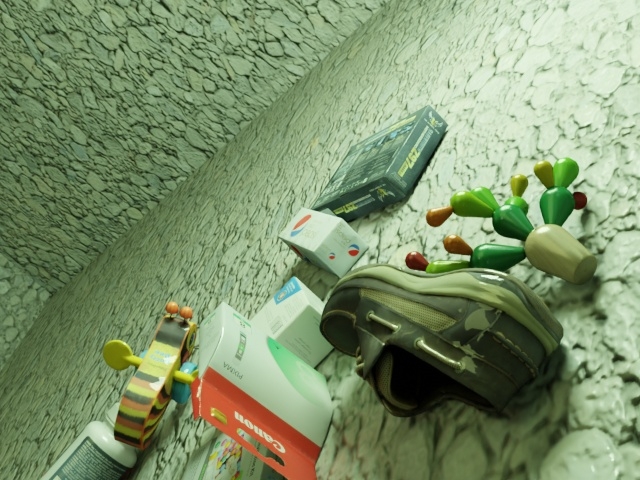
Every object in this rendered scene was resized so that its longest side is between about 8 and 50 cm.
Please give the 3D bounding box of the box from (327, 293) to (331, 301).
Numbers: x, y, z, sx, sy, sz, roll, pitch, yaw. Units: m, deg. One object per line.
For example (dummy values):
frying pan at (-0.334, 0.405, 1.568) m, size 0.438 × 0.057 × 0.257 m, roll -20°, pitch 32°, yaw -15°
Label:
box at (0.046, 0.096, 1.107) m, size 0.062 × 0.052 × 0.083 m, roll -41°, pitch 18°, yaw 19°

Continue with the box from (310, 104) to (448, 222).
box at (0.100, -0.126, 1.437) m, size 0.232 × 0.059 × 0.183 m, roll -22°, pitch 31°, yaw 53°

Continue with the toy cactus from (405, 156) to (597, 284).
toy cactus at (0.216, -0.001, 0.876) m, size 0.218 × 0.112 × 0.180 m, roll -28°, pitch 38°, yaw -16°

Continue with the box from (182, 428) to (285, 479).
box at (-0.115, 0.302, 1.057) m, size 0.186 × 0.038 × 0.145 m, roll -35°, pitch 22°, yaw 29°

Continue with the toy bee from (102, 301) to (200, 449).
toy bee at (-0.266, 0.189, 1.369) m, size 0.298 × 0.195 × 0.162 m, roll -98°, pitch 14°, yaw -52°

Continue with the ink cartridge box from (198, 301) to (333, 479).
ink cartridge box at (-0.061, 0.181, 0.961) m, size 0.056 × 0.181 × 0.225 m, roll -48°, pitch 18°, yaw 7°

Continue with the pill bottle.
pill bottle at (-0.374, 0.370, 1.376) m, size 0.180 × 0.108 × 0.108 m, roll -49°, pitch 18°, yaw -8°

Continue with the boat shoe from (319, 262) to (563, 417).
boat shoe at (0.088, 0.108, 0.865) m, size 0.130 × 0.132 × 0.355 m, roll -54°, pitch 19°, yaw -22°

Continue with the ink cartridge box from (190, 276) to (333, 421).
ink cartridge box at (-0.082, 0.175, 1.184) m, size 0.231 × 0.078 × 0.134 m, roll -46°, pitch 18°, yaw 3°

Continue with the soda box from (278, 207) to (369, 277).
soda box at (0.000, 0.000, 1.382) m, size 0.074 × 0.069 × 0.216 m, roll -49°, pitch 18°, yaw -7°
